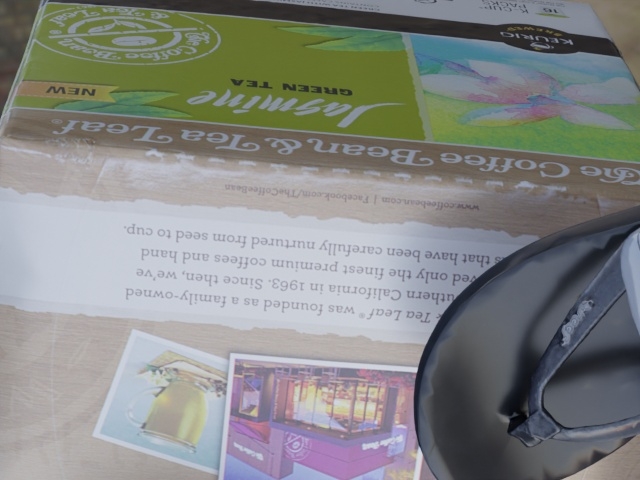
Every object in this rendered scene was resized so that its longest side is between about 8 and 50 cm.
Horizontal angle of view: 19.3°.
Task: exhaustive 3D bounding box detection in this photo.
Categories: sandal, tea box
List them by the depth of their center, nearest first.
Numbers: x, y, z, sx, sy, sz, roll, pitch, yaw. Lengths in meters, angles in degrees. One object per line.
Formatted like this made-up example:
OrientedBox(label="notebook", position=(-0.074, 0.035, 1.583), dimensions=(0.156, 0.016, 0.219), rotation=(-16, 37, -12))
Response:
OrientedBox(label="sandal", position=(0.143, 0.028, 0.771), dimensions=(0.097, 0.254, 0.054), rotation=(52, -163, -16))
OrientedBox(label="tea box", position=(0.000, 0.000, 1.022), dimensions=(0.323, 0.329, 0.220), rotation=(-96, 11, -65))

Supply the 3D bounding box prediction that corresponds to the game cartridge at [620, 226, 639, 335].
OrientedBox(label="game cartridge", position=(0.240, 0.097, 0.676), dimensions=(0.062, 0.198, 0.297), rotation=(-12, 101, 60))
